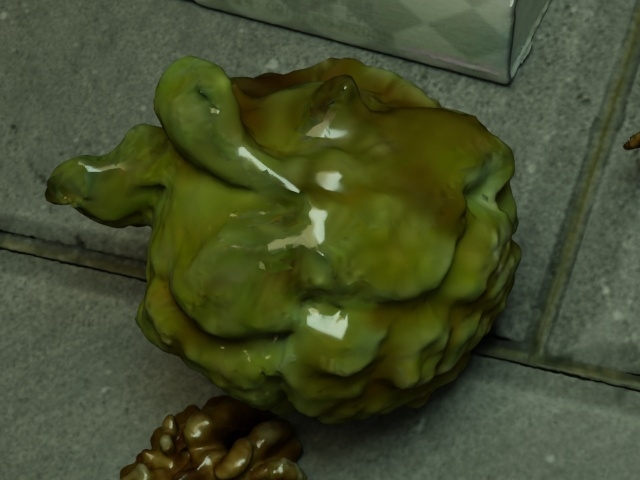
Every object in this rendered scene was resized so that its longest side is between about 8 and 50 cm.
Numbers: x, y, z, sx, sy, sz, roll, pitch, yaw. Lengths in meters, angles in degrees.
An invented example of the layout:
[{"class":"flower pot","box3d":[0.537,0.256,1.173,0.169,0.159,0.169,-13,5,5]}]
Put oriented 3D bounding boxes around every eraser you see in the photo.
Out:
[{"class":"eraser","box3d":[0.033,-0.292,1.481,0.396,0.082,0.213,18,68,25]}]

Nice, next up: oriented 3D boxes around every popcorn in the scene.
[{"class":"popcorn","box3d":[-0.008,0.002,1.219,0.335,0.274,0.279,-17,73,-26]}]

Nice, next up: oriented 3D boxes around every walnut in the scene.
[{"class":"walnut","box3d":[-0.092,0.193,1.258,0.143,0.069,0.170,36,74,31]}]

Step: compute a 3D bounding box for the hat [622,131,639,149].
[{"class":"hat","box3d":[0.385,-0.023,1.206,0.244,0.233,0.233,-27,84,15]}]
